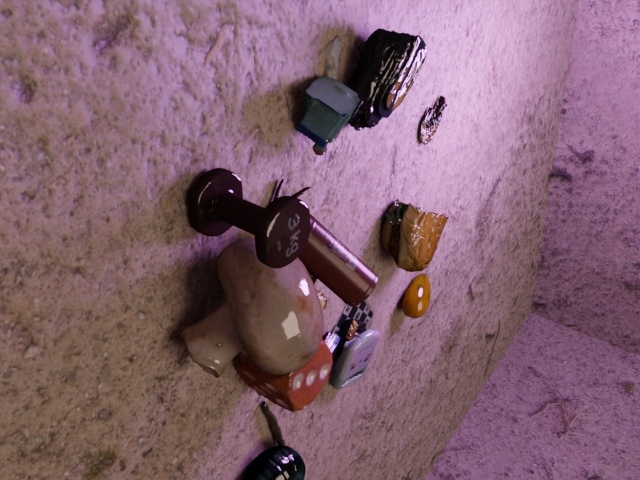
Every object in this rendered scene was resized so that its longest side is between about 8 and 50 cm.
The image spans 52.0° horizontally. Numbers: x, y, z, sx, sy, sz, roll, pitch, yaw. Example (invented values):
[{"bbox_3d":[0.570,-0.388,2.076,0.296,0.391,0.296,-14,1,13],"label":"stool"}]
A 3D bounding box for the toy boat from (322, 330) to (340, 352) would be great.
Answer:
[{"bbox_3d":[-0.020,0.337,1.850,0.229,0.080,0.046,-47,109,-32],"label":"toy boat"}]

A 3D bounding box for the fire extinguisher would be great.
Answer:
[{"bbox_3d":[0.000,0.000,1.530,0.337,0.106,0.147,43,83,-22],"label":"fire extinguisher"}]

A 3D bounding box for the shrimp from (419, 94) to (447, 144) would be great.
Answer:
[{"bbox_3d":[0.343,-0.371,2.000,0.091,0.034,0.161,22,91,-59],"label":"shrimp"}]

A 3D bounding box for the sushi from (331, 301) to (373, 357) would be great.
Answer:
[{"bbox_3d":[0.114,0.279,2.036,0.192,0.050,0.215,-60,149,-14],"label":"sushi"}]

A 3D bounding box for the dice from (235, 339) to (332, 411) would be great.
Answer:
[{"bbox_3d":[-0.088,0.293,1.601,0.174,0.175,0.179,-51,142,-26],"label":"dice"}]

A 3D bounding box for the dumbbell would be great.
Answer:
[{"bbox_3d":[-0.137,-0.045,1.246,0.124,0.225,0.140,-33,136,-41],"label":"dumbbell"}]

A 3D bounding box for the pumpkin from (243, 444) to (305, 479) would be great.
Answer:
[{"bbox_3d":[-0.125,0.664,1.813,0.202,0.140,0.202,-34,136,-40],"label":"pumpkin"}]

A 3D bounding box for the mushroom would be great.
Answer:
[{"bbox_3d":[-0.146,0.150,1.353,0.290,0.297,0.297,-24,139,-4],"label":"mushroom"}]

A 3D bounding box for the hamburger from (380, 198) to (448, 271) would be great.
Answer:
[{"bbox_3d":[0.291,-0.007,2.059,0.309,0.132,0.211,14,94,-61],"label":"hamburger"}]

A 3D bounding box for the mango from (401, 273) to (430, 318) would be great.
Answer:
[{"bbox_3d":[0.344,0.200,2.319,0.163,0.089,0.111,-55,147,-37],"label":"mango"}]

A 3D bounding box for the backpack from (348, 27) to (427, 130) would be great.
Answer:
[{"bbox_3d":[0.146,-0.384,1.595,0.258,0.133,0.206,-66,159,9],"label":"backpack"}]

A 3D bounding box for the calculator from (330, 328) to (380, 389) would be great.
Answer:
[{"bbox_3d":[0.106,0.367,2.030,0.141,0.045,0.246,-21,142,-39],"label":"calculator"}]

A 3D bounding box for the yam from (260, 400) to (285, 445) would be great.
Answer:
[{"bbox_3d":[-0.128,0.511,1.817,0.027,0.029,0.234,-25,136,-12],"label":"yam"}]

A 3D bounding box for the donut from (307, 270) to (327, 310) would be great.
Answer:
[{"bbox_3d":[-0.040,0.113,1.646,0.141,0.085,0.217,-34,136,-44],"label":"donut"}]

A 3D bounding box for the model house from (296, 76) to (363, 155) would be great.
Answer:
[{"bbox_3d":[0.004,-0.269,1.470,0.148,0.119,0.148,-59,-177,35],"label":"model house"}]
